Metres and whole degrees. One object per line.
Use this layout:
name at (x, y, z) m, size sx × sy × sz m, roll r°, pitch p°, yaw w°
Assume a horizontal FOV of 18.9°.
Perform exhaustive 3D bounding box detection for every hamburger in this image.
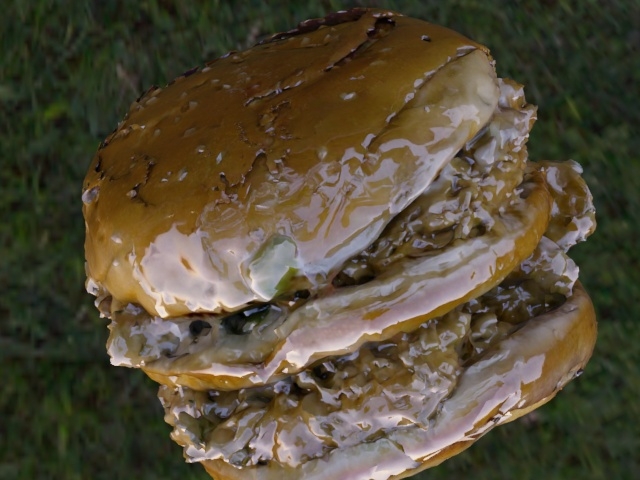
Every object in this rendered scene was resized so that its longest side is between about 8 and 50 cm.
hamburger at (-0.002, 0.011, 0.979) m, size 0.245 × 0.260 × 0.211 m, roll -34°, pitch 111°, yaw -34°
